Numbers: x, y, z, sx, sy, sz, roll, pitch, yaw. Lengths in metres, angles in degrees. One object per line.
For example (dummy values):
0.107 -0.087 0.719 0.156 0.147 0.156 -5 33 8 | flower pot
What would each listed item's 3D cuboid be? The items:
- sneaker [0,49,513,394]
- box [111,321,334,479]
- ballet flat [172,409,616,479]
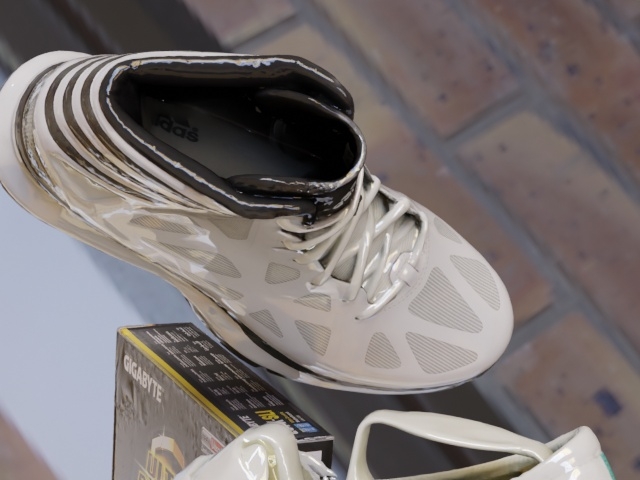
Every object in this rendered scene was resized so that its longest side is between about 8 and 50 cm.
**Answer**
-0.001 0.001 1.392 0.447 0.169 0.257 26 168 -26 | sneaker
-0.090 0.232 1.608 0.322 0.079 0.257 -148 57 -62 | box
0.013 0.180 1.344 0.400 0.139 0.139 -5 118 16 | ballet flat
